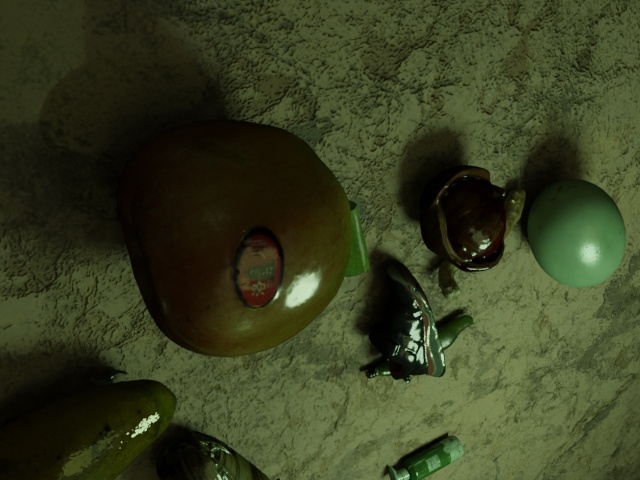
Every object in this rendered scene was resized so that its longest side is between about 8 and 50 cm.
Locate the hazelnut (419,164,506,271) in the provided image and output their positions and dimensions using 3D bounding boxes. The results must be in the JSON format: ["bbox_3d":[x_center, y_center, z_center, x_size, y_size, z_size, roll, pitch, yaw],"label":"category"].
[{"bbox_3d":[0.270,-0.044,1.461,0.170,0.160,0.202,-54,137,-36],"label":"hazelnut"}]

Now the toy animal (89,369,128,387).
[{"bbox_3d":[-0.352,0.237,1.241,0.084,0.028,0.050,-50,143,-4],"label":"toy animal"}]

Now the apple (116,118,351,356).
[{"bbox_3d":[-0.106,-0.006,1.068,0.304,0.338,0.339,-17,126,-20],"label":"apple"}]

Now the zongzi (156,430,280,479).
[{"bbox_3d":[-0.193,0.520,1.384,0.134,0.288,0.286,-16,135,27],"label":"zongzi"}]

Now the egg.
[{"bbox_3d":[0.559,-0.014,1.682,0.203,0.203,0.283,-42,129,-10],"label":"egg"}]

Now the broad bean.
[{"bbox_3d":[0.221,0.242,1.686,0.297,0.043,0.060,-26,120,-22],"label":"broad bean"}]

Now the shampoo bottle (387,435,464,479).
[{"bbox_3d":[0.257,0.545,1.889,0.204,0.065,0.065,-19,126,-29],"label":"shampoo bottle"}]

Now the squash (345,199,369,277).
[{"bbox_3d":[0.000,0.000,1.291,0.170,0.170,0.123,-12,110,-33],"label":"squash"}]

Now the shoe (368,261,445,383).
[{"bbox_3d":[0.161,0.172,1.561,0.137,0.114,0.291,-19,118,-2],"label":"shoe"}]

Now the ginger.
[{"bbox_3d":[0.341,0.003,1.614,0.288,0.075,0.089,-45,157,-13],"label":"ginger"}]

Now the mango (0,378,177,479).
[{"bbox_3d":[-0.375,0.321,1.170,0.329,0.176,0.176,-25,93,-5],"label":"mango"}]
